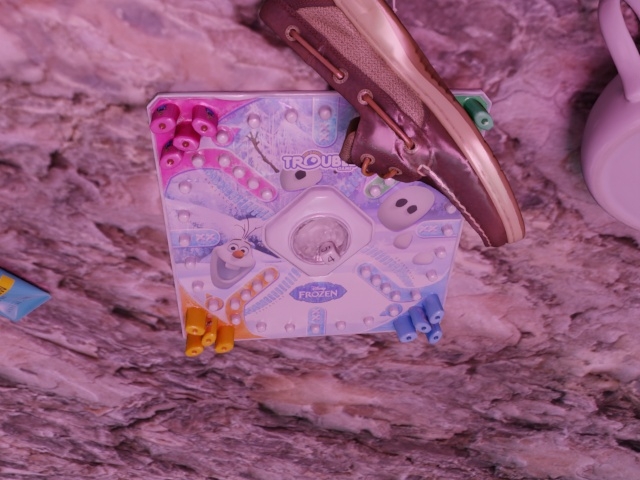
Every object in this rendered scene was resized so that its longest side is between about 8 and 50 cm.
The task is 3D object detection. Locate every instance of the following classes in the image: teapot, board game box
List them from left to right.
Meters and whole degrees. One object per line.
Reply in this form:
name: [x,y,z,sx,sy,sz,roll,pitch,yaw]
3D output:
board game box: [0.000,0.000,0.736,0.391,0.050,0.389,-2,128,-6]
teapot: [0.410,-0.135,0.613,0.253,0.187,0.256,10,149,18]

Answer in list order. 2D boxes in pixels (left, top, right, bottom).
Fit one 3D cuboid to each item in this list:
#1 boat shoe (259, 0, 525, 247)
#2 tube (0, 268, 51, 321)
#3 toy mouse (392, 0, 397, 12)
boat shoe: [0.071,-0.117,0.565,0.123,0.123,0.342,-36,103,17]
tube: [-0.450,0.039,0.708,0.080,0.052,0.207,-26,133,26]
toy mouse: [0.108,-0.281,0.510,0.143,0.031,0.160,18,134,18]
